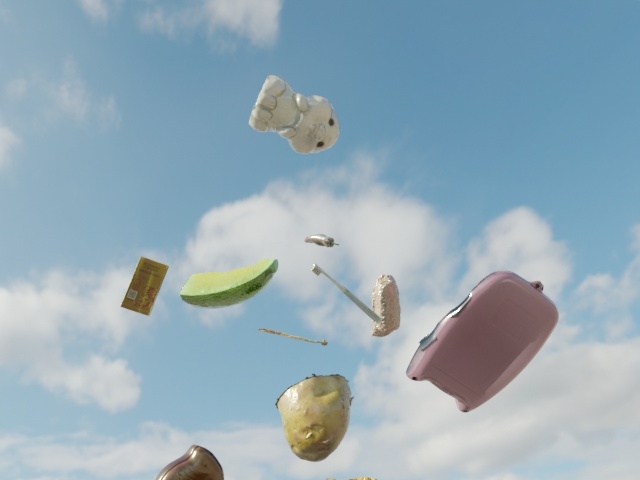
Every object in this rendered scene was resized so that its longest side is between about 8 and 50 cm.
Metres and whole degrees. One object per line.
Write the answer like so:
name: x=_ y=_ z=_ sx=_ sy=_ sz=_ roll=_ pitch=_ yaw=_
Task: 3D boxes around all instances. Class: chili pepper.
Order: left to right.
chili pepper: x=0.001 y=-0.001 z=1.924 sx=0.153 sy=0.041 sz=0.050 roll=12 pitch=-36 yaw=45

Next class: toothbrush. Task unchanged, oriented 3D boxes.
toothbrush: x=0.099 y=0.199 z=2.072 sx=0.342 sy=0.025 sz=0.030 roll=39 pitch=-78 yaw=-13

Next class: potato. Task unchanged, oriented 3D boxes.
potato: x=0.000 y=0.687 z=2.125 sx=0.300 sy=0.237 sz=0.289 roll=13 pitch=-60 yaw=-26

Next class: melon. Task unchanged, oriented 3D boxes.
melon: x=-0.285 y=0.149 z=1.880 sx=0.323 sy=0.124 sz=0.196 roll=-15 pitch=-17 yaw=18

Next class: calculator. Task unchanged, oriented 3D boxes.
calculator: x=0.307 y=0.188 z=1.038 sx=0.194 sy=0.043 sz=0.294 roll=35 pitch=-75 yaw=-13

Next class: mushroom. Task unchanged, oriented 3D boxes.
mushroom: x=-0.109 y=0.368 z=2.166 sx=0.286 sy=0.026 sz=0.028 roll=8 pitch=-28 yaw=14

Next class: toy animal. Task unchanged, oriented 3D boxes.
toy animal: x=-0.056 y=-0.269 z=1.228 sx=0.193 sy=0.178 sz=0.128 roll=21 pitch=-77 yaw=-17

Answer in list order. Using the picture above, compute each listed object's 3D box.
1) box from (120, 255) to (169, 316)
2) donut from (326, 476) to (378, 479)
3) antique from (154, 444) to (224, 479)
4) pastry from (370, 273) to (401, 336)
box: x=-0.505 y=0.132 z=1.621 sx=0.089 sy=0.156 sz=0.022 roll=17 pitch=-12 yaw=-2
donut: x=0.133 y=0.841 z=1.430 sx=0.163 sy=0.435 sz=0.378 roll=-9 pitch=-63 yaw=-7
antique: x=-0.433 y=0.810 z=1.824 sx=0.223 sy=0.278 sz=0.129 roll=32 pitch=-26 yaw=-27
pastry: x=0.254 y=0.268 z=2.183 sx=0.102 sy=0.112 sz=0.265 roll=-5 pitch=-70 yaw=-19
